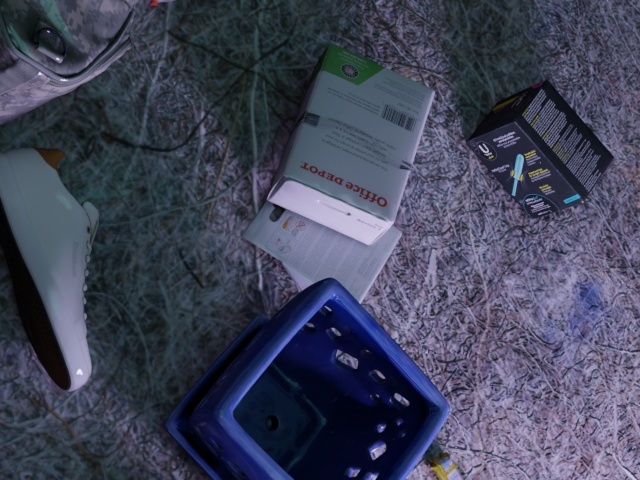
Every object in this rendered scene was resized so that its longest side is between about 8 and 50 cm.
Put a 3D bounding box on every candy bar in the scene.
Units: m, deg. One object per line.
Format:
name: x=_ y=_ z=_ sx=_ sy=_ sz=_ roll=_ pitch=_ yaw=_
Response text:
candy bar: x=0.198 y=0.361 z=1.850 sx=0.040 sy=0.018 sz=0.161 roll=-34 pitch=97 yaw=-36

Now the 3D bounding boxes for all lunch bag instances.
lunch bag: x=-0.348 y=-0.244 z=1.484 sx=0.212 sy=0.305 sz=0.256 roll=37 pitch=54 yaw=-32

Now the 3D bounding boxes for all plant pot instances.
plant pot: x=-0.029 y=0.214 z=1.629 sx=0.236 sy=0.212 sz=0.236 roll=48 pitch=58 yaw=-13

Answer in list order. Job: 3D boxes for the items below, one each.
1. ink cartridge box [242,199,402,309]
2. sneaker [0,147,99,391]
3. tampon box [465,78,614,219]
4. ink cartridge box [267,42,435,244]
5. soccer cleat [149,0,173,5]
ink cartridge box: x=0.000 y=0.000 z=1.812 sx=0.179 sy=0.045 sz=0.145 roll=33 pitch=62 yaw=-1
sneaker: x=-0.295 y=0.025 z=1.572 sx=0.123 sy=0.106 sz=0.290 roll=-15 pitch=86 yaw=-31
tampon box: x=0.320 y=-0.132 z=1.980 sx=0.161 sy=0.120 sz=0.101 roll=47 pitch=60 yaw=-14
ink cartridge box: x=0.040 y=-0.126 z=1.799 sx=0.160 sy=0.092 sz=0.219 roll=24 pitch=63 yaw=-9
soccer cleat: x=-0.259 y=-0.366 z=1.713 sx=0.196 sy=0.068 sz=0.076 roll=24 pitch=64 yaw=-22
